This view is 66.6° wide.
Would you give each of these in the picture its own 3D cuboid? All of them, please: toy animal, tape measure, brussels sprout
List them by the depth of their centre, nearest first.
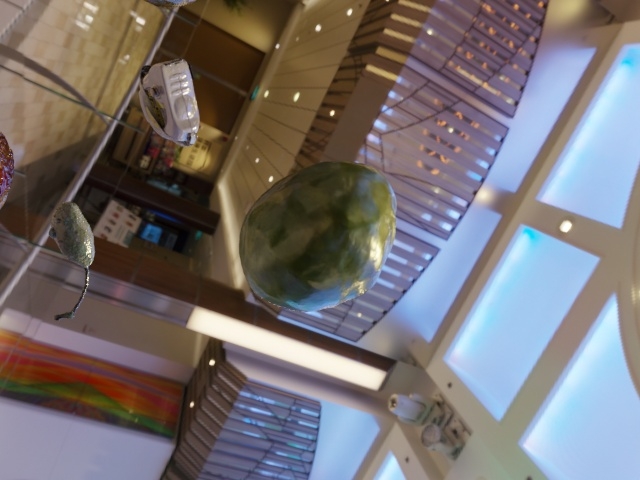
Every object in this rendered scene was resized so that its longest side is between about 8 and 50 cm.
[{"bbox_3d":[-0.005,-0.002,0.488,0.180,0.144,0.161,113,-1,-53],"label":"brussels sprout"},{"bbox_3d":[-0.516,0.042,1.024,0.070,0.079,0.252,-75,169,-75],"label":"toy animal"},{"bbox_3d":[-0.427,-0.383,1.362,0.197,0.120,0.236,19,-52,39],"label":"tape measure"}]

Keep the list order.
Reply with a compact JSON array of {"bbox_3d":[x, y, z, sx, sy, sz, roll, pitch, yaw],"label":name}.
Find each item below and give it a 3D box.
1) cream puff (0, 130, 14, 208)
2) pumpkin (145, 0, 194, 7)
[{"bbox_3d":[-0.278,-0.043,0.305,0.084,0.149,0.149,72,28,-60],"label":"cream puff"},{"bbox_3d":[-0.329,-0.600,1.009,0.162,0.219,0.219,-28,-138,64],"label":"pumpkin"}]
